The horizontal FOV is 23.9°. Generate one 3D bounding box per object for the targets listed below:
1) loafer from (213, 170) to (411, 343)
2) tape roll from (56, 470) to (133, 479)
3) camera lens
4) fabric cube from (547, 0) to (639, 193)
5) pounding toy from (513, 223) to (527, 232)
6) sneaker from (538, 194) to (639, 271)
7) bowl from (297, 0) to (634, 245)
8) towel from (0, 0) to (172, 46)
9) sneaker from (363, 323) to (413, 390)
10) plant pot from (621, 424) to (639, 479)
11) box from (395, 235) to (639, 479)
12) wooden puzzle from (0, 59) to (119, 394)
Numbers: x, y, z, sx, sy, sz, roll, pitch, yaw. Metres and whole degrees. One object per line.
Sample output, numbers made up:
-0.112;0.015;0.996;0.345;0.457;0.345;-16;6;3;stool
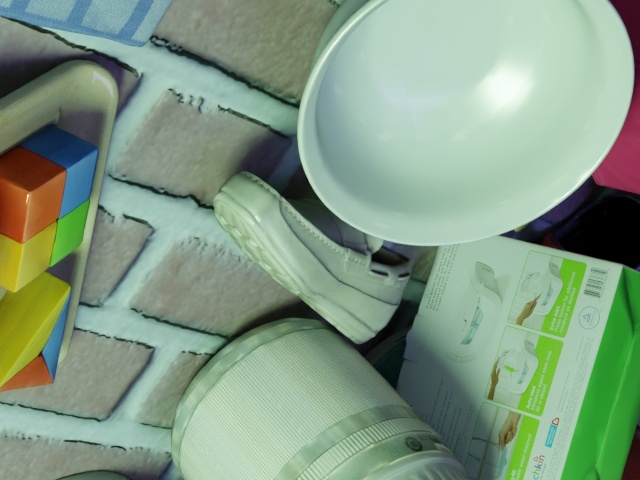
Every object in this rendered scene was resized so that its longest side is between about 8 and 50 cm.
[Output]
0.000;0.000;1.429;0.111;0.112;0.319;-51;152;-1;loafer
-0.254;0.338;1.530;0.219;0.072;0.219;-27;141;-24;tape roll
-0.001;0.227;1.498;0.219;0.274;0.219;-26;140;-25;camera lens
0.404;-0.186;1.445;0.254;0.258;0.259;-61;148;-17;fabric cube
0.203;-0.105;1.547;0.130;0.100;0.141;-44;155;-1;pounding toy
0.393;-0.007;1.781;0.350;0.131;0.148;-25;144;-25;sneaker
0.114;-0.148;1.327;0.297;0.134;0.298;-7;131;-8;bowl
-0.137;-0.276;1.080;0.209;0.034;0.285;6;122;-50;towel
0.059;0.232;1.693;0.302;0.121;0.108;-50;143;4;sneaker
0.296;0.308;1.907;0.272;0.272;0.265;-56;151;15;plant pot
0.211;0.137;1.586;0.126;0.231;0.262;19;86;-48;box
-0.274;0.059;1.141;0.348;0.080;0.322;-38;151;-51;wooden puzzle
